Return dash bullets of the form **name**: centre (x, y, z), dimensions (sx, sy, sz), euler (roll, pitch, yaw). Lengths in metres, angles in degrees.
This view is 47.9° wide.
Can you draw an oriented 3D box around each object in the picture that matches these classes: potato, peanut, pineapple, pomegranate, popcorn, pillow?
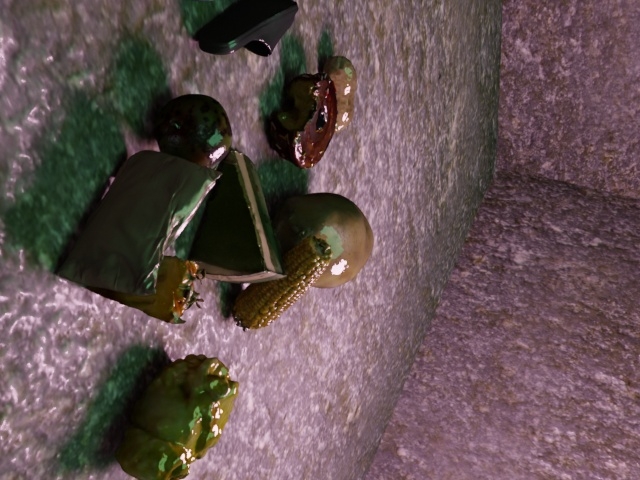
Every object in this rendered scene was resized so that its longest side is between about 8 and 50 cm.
- **potato**: centre (0.000, 0.000, 1.830), dimensions (0.326, 0.221, 0.243), euler (-18, 109, -61)
- **peanut**: centre (0.050, -0.381, 1.875), dimensions (0.099, 0.099, 0.214), euler (-45, 142, -50)
- **pineapple**: centre (-0.305, 0.077, 1.272), dimensions (0.186, 0.236, 0.114), euler (20, 79, -29)
- **pomegranate**: centre (-0.226, -0.183, 1.307), dimensions (0.169, 0.148, 0.148), euler (85, 28, -65)
- **popcorn**: centre (-0.286, 0.377, 1.489), dimensions (0.225, 0.174, 0.286), euler (84, 30, -57)
- **pillow**: centre (-0.295, -0.029, 1.191), dimensions (0.067, 0.173, 0.270), euler (85, 27, -66)

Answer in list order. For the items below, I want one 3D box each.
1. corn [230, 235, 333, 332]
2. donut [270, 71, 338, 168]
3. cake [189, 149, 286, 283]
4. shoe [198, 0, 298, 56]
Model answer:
- **corn**: centre (-0.092, 0.106, 1.678), dimensions (0.318, 0.115, 0.115), euler (-40, 176, 31)
- **donut**: centre (-0.038, -0.288, 1.723), dimensions (0.216, 0.096, 0.230), euler (17, 89, -70)
- **cake**: centre (-0.203, -0.037, 1.564), dimensions (0.158, 0.172, 0.283), euler (30, 44, -74)
- **shoe**: centre (-0.140, -0.398, 1.403), dimensions (0.241, 0.108, 0.093), euler (-45, 146, -38)
